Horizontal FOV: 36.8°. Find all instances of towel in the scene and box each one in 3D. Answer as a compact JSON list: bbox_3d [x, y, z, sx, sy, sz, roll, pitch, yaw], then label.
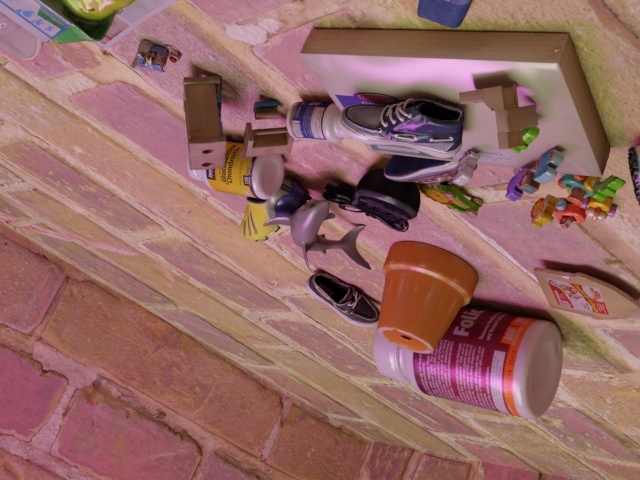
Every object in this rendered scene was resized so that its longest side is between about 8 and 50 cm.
[{"bbox_3d":[0.161,-0.316,1.212,0.067,0.029,0.119,22,160,3],"label":"towel"}]

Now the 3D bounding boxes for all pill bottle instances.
[{"bbox_3d":[0.007,-0.200,1.627,0.120,0.067,0.067,9,156,36],"label":"pill bottle"},{"bbox_3d":[-0.171,-0.144,1.917,0.184,0.103,0.103,11,157,30],"label":"pill bottle"},{"bbox_3d":[0.335,0.262,2.220,0.392,0.224,0.224,8,156,35],"label":"pill bottle"}]

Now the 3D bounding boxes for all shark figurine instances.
[{"bbox_3d":[-0.007,0.012,1.974,0.166,0.116,0.278,-17,157,17],"label":"shark figurine"}]

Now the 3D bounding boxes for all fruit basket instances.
[{"bbox_3d":[-0.348,-0.413,1.342,0.327,0.165,0.353,36,154,-31],"label":"fruit basket"}]

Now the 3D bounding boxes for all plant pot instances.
[{"bbox_3d":[0.213,0.133,2.073,0.205,0.188,0.205,21,160,8],"label":"plant pot"}]

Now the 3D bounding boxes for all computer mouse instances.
[{"bbox_3d":[0.115,-0.088,1.809,0.188,0.072,0.272,24,173,-7],"label":"computer mouse"}]

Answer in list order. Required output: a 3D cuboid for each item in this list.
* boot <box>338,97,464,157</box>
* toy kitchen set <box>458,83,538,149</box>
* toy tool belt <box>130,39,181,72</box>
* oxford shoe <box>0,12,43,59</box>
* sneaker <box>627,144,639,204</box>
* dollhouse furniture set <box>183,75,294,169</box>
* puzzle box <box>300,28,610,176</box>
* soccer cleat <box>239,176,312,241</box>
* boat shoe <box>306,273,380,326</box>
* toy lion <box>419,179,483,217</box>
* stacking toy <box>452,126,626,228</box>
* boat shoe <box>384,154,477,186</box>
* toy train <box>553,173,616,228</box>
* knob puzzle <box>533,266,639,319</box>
[{"bbox_3d":[0.119,-0.182,1.412,0.190,0.069,0.086,12,152,8],"label":"boot"},{"bbox_3d":[0.243,-0.167,1.303,0.068,0.083,0.075,-15,-171,-40],"label":"toy kitchen set"},{"bbox_3d":[-0.290,-0.314,1.689,0.083,0.051,0.052,16,159,19],"label":"toy tool belt"},{"bbox_3d":[-0.590,-0.426,1.629,0.169,0.130,0.449,20,161,6],"label":"oxford shoe"},{"bbox_3d":[0.514,-0.065,1.410,0.086,0.085,0.237,-22,134,28],"label":"sneaker"},{"bbox_3d":[-0.151,-0.213,1.745,0.183,0.129,0.129,-5,164,-10],"label":"dollhouse furniture set"},{"bbox_3d":[0.197,-0.206,1.421,0.408,0.052,0.272,10,157,33],"label":"puzzle box"},{"bbox_3d":[-0.120,-0.076,2.065,0.121,0.093,0.289,34,155,-15],"label":"soccer cleat"},{"bbox_3d":[0.065,0.153,2.458,0.219,0.078,0.070,29,161,-9],"label":"boat shoe"},{"bbox_3d":[0.230,-0.079,1.748,0.100,0.034,0.096,35,164,-30],"label":"toy lion"},{"bbox_3d":[0.317,-0.098,1.422,0.167,0.052,0.221,26,158,-13],"label":"stacking toy"},{"bbox_3d":[0.185,-0.120,1.634,0.066,0.066,0.183,35,157,-33],"label":"boat shoe"},{"bbox_3d":[0.409,-0.060,1.567,0.125,0.046,0.166,8,156,36],"label":"toy train"},{"bbox_3d":[0.528,0.102,1.877,0.213,0.030,0.213,21,160,8],"label":"knob puzzle"}]
